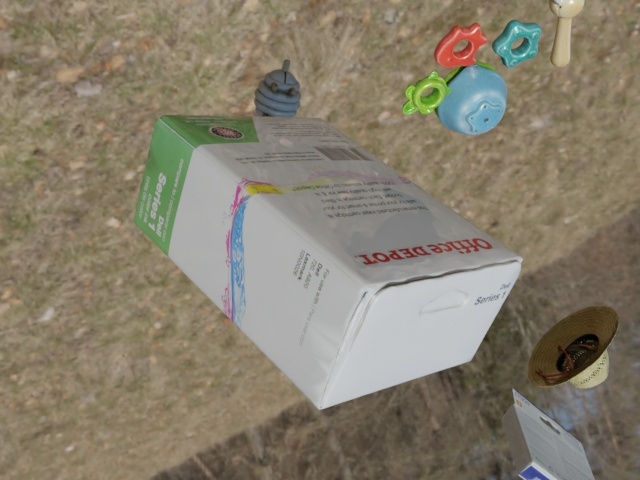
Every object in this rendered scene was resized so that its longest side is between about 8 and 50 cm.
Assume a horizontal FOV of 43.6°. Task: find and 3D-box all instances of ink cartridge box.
[{"bbox_3d":[0.000,0.000,0.699,0.201,0.278,0.117,-7,126,-44],"label":"ink cartridge box"},{"bbox_3d":[0.449,0.423,1.557,0.045,0.223,0.224,-45,-164,22],"label":"ink cartridge box"}]

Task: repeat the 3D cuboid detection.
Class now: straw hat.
[{"bbox_3d":[0.342,0.157,1.042,0.144,0.061,0.144,-40,-168,10],"label":"straw hat"}]

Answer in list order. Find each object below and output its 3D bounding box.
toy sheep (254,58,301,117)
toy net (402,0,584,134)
[{"bbox_3d":[-0.073,-0.248,1.379,0.091,0.091,0.132,-12,134,-50],"label":"toy sheep"},{"bbox_3d":[0.169,-0.185,0.673,0.122,0.045,0.232,22,121,-35],"label":"toy net"}]
